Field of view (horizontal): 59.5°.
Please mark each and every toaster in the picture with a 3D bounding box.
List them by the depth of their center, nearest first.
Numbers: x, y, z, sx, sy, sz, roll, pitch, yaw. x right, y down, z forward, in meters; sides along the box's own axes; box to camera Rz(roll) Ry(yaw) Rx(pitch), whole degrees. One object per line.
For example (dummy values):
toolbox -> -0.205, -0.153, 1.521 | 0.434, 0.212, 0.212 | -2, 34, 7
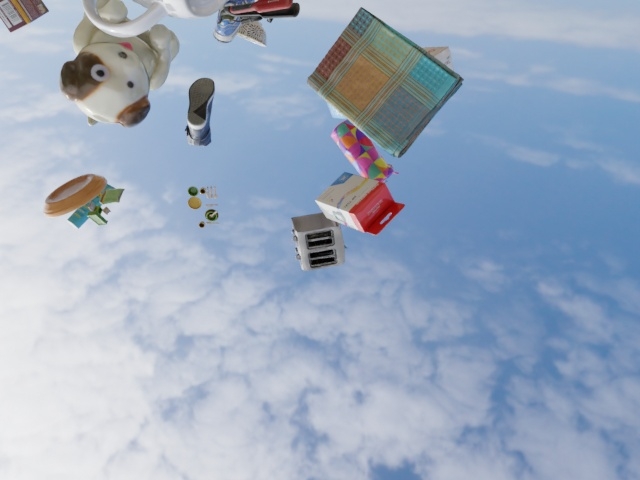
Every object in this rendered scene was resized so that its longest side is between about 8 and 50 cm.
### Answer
toaster -> 0.000, 0.000, 1.871 | 0.185, 0.168, 0.110 | -9, -145, -2

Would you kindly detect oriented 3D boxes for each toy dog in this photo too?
toy dog -> -0.584, -0.471, 1.547 | 0.284, 0.395, 0.408 | 37, -166, -30

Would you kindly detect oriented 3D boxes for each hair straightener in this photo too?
hair straightener -> -0.155, -0.562, 1.408 | 0.230, 0.047, 0.089 | -3, 167, 24

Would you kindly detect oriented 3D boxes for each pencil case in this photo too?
pencil case -> 0.135, -0.272, 1.757 | 0.236, 0.104, 0.104 | 52, -136, 2

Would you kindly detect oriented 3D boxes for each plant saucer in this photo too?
plant saucer -> -0.721, -0.138, 1.635 | 0.200, 0.037, 0.200 | -18, -149, 12

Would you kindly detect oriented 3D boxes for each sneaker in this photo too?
sneaker -> -0.241, -0.668, 1.617 | 0.080, 0.081, 0.211 | 21, -114, -5
sneaker -> -0.405, -0.425, 1.899 | 0.086, 0.163, 0.226 | 8, -120, -3

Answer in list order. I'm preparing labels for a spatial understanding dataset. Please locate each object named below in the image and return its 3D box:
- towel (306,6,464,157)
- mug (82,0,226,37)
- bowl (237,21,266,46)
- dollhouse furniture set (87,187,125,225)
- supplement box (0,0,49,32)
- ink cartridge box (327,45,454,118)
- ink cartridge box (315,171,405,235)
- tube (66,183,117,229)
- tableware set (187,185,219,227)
towel -> 0.162, -0.434, 1.532 | 0.370, 0.271, 0.040 | 43, -166, 19
mug -> -0.397, -0.637, 1.299 | 0.328, 0.276, 0.374 | 39, -92, 16
bowl -> -0.288, -0.872, 2.318 | 0.170, 0.080, 0.170 | 21, -169, -4
dollhouse furniture set -> -0.706, -0.125, 1.826 | 0.076, 0.058, 0.152 | -6, -126, 21
supplement box -> -0.998, -0.777, 1.866 | 0.081, 0.104, 0.188 | -21, -148, 10
ink cartridge box -> 0.239, -0.559, 2.004 | 0.285, 0.166, 0.395 | -38, -145, -24
ink cartridge box -> 0.110, -0.107, 1.580 | 0.134, 0.078, 0.231 | -45, -144, -16
tube -> -0.860, -0.134, 2.105 | 0.080, 0.052, 0.207 | 31, -113, 9
tableware set -> -0.406, -0.116, 1.932 | 0.104, 0.154, 0.024 | -1, -152, -4
